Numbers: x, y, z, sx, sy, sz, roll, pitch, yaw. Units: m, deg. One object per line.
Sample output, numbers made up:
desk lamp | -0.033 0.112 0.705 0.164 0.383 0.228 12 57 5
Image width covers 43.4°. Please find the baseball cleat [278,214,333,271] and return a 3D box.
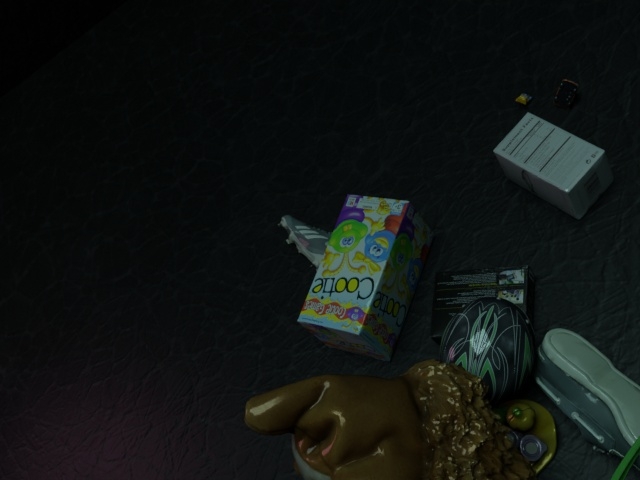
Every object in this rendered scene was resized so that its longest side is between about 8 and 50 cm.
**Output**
baseball cleat | 0.000 0.000 1.701 0.109 0.072 0.206 -34 54 -9

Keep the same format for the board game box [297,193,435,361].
board game box | 0.092 0.069 1.545 0.144 0.142 0.275 8 67 34

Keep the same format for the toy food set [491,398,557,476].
toy food set | 0.287 0.346 1.312 0.218 0.071 0.128 -48 50 -2

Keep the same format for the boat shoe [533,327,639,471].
boat shoe | 0.457 0.278 1.258 0.319 0.116 0.099 49 136 33

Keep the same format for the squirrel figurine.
squirrel figurine | 0.129 0.383 1.150 0.397 0.281 0.370 -19 53 -3

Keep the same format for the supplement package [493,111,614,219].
supplement package | 0.432 -0.140 1.493 0.105 0.105 0.179 -48 50 -3

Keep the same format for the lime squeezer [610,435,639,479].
lime squeezer | 0.428 0.410 1.161 0.110 0.059 0.310 177 96 -71

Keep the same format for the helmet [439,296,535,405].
helmet | 0.274 0.183 1.324 0.170 0.161 0.169 -7 56 10

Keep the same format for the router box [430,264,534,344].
router box | 0.293 0.118 1.460 0.179 0.046 0.133 -5 61 29

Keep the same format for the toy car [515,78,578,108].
toy car | 0.457 -0.302 1.610 0.122 0.060 0.040 13 38 28
